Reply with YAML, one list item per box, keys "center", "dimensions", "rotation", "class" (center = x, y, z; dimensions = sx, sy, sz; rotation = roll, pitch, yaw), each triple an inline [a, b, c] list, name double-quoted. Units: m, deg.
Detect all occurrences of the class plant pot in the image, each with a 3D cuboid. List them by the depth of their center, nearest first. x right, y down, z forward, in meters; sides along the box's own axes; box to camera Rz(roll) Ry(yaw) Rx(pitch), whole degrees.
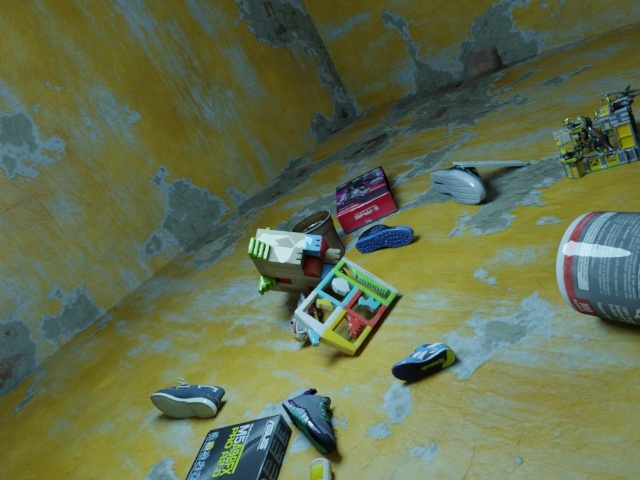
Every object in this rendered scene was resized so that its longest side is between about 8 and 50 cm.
- center: [0.000, 0.000, 1.949]
  dimensions: [0.167, 0.165, 0.167]
  rotation: [-26, 20, 10]
  class: "plant pot"

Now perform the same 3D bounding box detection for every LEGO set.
- center: [0.840, -0.353, 1.614]
  dimensions: [0.255, 0.192, 0.331]
  rotation: [-8, 29, 44]
  class: "LEGO set"

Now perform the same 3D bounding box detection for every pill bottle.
- center: [0.627, 0.057, 0.921]
  dimensions: [0.210, 0.210, 0.363]
  rotation: [-39, 22, -22]
  class: "pill bottle"
- center: [0.001, 0.469, 1.032]
  dimensions: [0.043, 0.043, 0.083]
  rotation: [-26, 20, 10]
  class: "pill bottle"

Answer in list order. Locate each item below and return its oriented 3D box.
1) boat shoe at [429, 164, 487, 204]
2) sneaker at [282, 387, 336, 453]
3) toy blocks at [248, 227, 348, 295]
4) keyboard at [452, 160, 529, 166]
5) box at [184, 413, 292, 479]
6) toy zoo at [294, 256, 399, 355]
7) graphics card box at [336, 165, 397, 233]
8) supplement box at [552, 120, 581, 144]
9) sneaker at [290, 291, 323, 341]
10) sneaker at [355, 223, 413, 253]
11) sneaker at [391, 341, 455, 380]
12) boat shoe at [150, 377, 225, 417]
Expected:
- center: [0.498, -0.218, 1.855]
  dimensions: [0.119, 0.121, 0.335]
  rotation: [-30, 21, -5]
  class: "boat shoe"
- center: [-0.005, 0.386, 1.184]
  dimensions: [0.098, 0.083, 0.224]
  rotation: [-32, 19, -19]
  class: "sneaker"
- center: [-0.050, 0.078, 1.636]
  dimensions: [0.261, 0.381, 0.191]
  rotation: [6, 67, 8]
  class: "toy blocks"
- center: [0.589, -0.268, 1.839]
  dimensions: [0.256, 0.014, 0.072]
  rotation: [-3, 21, -11]
  class: "keyboard"
- center: [-0.197, 0.517, 1.158]
  dimensions: [0.216, 0.060, 0.270]
  rotation: [-21, 22, 24]
  class: "box"
- center: [0.063, 0.186, 1.449]
  dimensions: [0.192, 0.030, 0.293]
  rotation: [31, 51, 15]
  class: "toy zoo"
- center: [0.184, -0.177, 2.221]
  dimensions: [0.233, 0.094, 0.371]
  rotation: [-25, 20, 13]
  class: "graphics card box"
- center: [0.869, -0.375, 1.848]
  dimensions: [0.098, 0.036, 0.062]
  rotation: [-25, 20, 13]
  class: "supplement box"
- center: [-0.053, 0.229, 1.601]
  dimensions: [0.093, 0.088, 0.225]
  rotation: [-42, 10, 9]
  class: "sneaker"
- center: [0.224, -0.023, 1.823]
  dimensions: [0.232, 0.081, 0.090]
  rotation: [-13, 33, 40]
  class: "sneaker"
- center: [0.226, 0.269, 1.190]
  dimensions: [0.144, 0.053, 0.059]
  rotation: [-20, 22, 2]
  class: "sneaker"
- center: [-0.381, 0.447, 1.517]
  dimensions: [0.254, 0.095, 0.079]
  rotation: [-13, 28, 35]
  class: "boat shoe"
